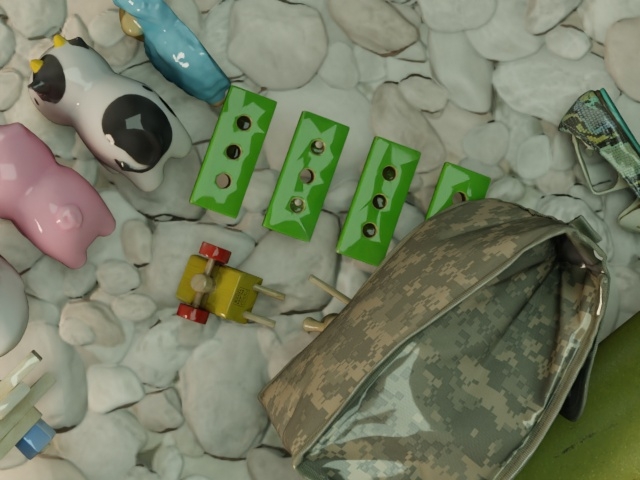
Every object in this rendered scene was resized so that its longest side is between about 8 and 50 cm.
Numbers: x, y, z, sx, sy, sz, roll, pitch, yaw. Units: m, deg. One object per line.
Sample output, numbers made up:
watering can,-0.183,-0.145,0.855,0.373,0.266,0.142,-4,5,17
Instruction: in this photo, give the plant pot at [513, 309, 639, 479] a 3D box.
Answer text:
plant pot,0.271,0.194,1.379,0.293,0.275,0.274,-27,86,7

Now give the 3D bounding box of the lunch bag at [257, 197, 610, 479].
lunch bag,0.106,0.093,1.341,0.169,0.235,0.287,42,89,-12

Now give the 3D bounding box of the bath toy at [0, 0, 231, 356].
bath toy,-0.235,-0.061,1.405,0.151,0.129,0.348,30,77,34

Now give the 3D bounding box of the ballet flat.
ballet flat,0.282,-0.048,1.503,0.070,0.070,0.188,-34,85,-10

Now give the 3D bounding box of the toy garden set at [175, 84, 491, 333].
toy garden set,0.000,0.000,1.462,0.244,0.049,0.203,19,89,-11

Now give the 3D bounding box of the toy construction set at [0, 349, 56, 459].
toy construction set,-0.211,0.255,1.350,0.215,0.151,0.327,-44,80,14
